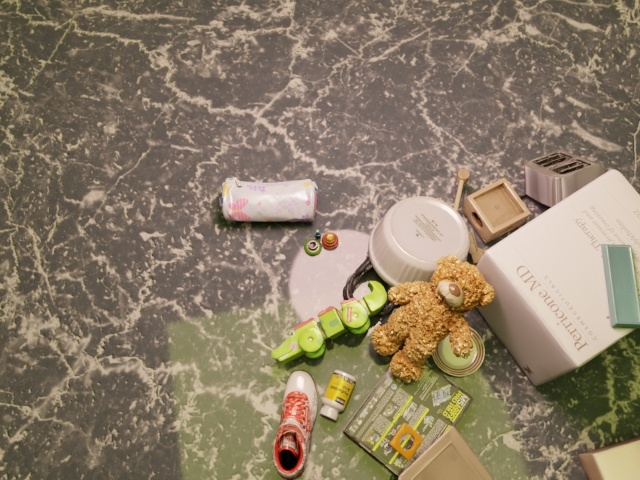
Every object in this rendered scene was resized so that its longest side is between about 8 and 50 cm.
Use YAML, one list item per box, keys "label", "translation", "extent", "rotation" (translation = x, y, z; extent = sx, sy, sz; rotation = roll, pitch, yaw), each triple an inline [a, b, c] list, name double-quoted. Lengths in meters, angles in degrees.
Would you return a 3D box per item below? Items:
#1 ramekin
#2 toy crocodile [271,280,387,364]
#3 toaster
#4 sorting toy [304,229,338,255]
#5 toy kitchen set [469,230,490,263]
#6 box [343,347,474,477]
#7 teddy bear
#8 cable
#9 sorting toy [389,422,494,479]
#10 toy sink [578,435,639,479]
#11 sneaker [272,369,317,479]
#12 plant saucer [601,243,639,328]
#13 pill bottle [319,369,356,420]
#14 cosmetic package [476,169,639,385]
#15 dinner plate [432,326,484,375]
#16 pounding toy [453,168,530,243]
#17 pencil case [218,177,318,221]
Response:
- label: "ramekin"
  translation: [0.270, 0.004, 1.627]
  extent: [0.272, 0.127, 0.273]
  rotation: [4, 57, -6]
- label: "toy crocodile"
  translation: [0.024, 0.220, 1.588]
  extent: [0.340, 0.115, 0.105]
  rotation: [-29, 70, -1]
- label: "toaster"
  translation: [0.667, -0.166, 1.700]
  extent: [0.185, 0.110, 0.168]
  rotation: [-19, 26, -10]
- label: "sorting toy"
  translation: [0.000, 0.000, 1.723]
  extent: [0.102, 0.042, 0.061]
  rotation: [-20, 70, -6]
- label: "toy kitchen set"
  translation: [0.447, 0.005, 1.688]
  extent: [0.075, 0.068, 0.083]
  rotation: [-14, 111, 19]
- label: "box"
  translation: [0.220, 0.441, 1.541]
  extent: [0.216, 0.060, 0.270]
  rotation: [36, 74, 13]
- label: "teddy bear"
  translation: [0.258, 0.191, 1.484]
  extent: [0.338, 0.113, 0.245]
  rotation: [-34, 59, 30]
- label: "cable"
  translation: [0.149, 0.133, 1.669]
  extent: [0.150, 0.047, 0.184]
  rotation: [42, 86, 4]
- label: "sorting toy"
  translation: [0.295, 0.570, 1.453]
  extent: [0.196, 0.047, 0.348]
  rotation: [-37, 92, -20]
- label: "toy sink"
  translation: [0.768, 0.550, 1.451]
  extent: [0.234, 0.131, 0.153]
  rotation: [-17, 70, 0]
- label: "sneaker"
  translation: [-0.059, 0.444, 1.499]
  extent: [0.090, 0.145, 0.270]
  rotation: [7, 69, 4]
- label: "plant saucer"
  translation: [0.662, 0.096, 1.339]
  extent: [0.067, 0.018, 0.192]
  rotation: [2, 69, 2]
- label: "pill bottle"
  translation: [0.042, 0.396, 1.559]
  extent: [0.065, 0.065, 0.116]
  rotation: [22, 72, 9]
- label: "cosmetic package"
  translation: [0.628, 0.104, 1.520]
  extent: [0.393, 0.327, 0.329]
  rotation: [-32, 72, -9]
- label: "dinner plate"
  translation: [0.362, 0.289, 1.619]
  extent: [0.141, 0.017, 0.141]
  rotation: [0, 69, 0]
- label: "pounding toy"
  translation: [0.446, -0.101, 1.724]
  extent: [0.181, 0.094, 0.206]
  rotation: [-27, 71, -10]
- label: "pencil case"
  translation: [-0.144, -0.113, 1.730]
  extent: [0.273, 0.113, 0.124]
  rotation: [1, 91, 1]
